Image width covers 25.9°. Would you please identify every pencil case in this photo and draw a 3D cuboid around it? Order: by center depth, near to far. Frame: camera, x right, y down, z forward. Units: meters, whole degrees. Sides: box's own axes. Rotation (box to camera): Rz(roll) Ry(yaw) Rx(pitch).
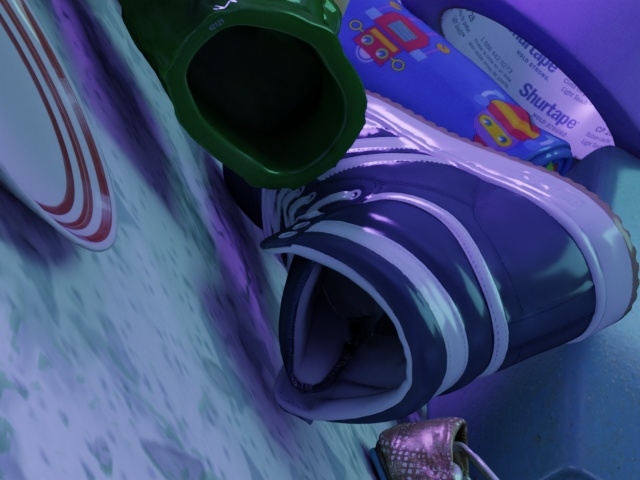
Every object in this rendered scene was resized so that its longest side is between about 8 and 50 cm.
[{"bbox_3d":[0.041,-0.105,1.008,0.306,0.119,0.133,44,-33,21],"label":"pencil case"}]

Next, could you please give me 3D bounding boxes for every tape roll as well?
[{"bbox_3d":[0.194,-0.154,1.132,0.275,0.090,0.275,41,-7,6],"label":"tape roll"}]

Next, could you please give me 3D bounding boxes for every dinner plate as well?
[{"bbox_3d":[-0.104,-0.057,0.425,0.141,0.017,0.141,60,6,-11],"label":"dinner plate"}]

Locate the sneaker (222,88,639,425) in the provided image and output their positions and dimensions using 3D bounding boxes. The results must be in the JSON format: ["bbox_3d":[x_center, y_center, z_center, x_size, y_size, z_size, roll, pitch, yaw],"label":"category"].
[{"bbox_3d":[0.000,0.000,0.690,0.282,0.153,0.099,22,-53,47],"label":"sneaker"}]

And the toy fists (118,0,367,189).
[{"bbox_3d":[-0.076,-0.146,0.592,0.279,0.096,0.142,43,12,-43],"label":"toy fists"}]

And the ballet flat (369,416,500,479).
[{"bbox_3d":[0.093,0.185,0.766,0.206,0.067,0.073,65,6,26],"label":"ballet flat"}]

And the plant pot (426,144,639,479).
[{"bbox_3d":[0.229,0.132,1.080,0.248,0.247,0.252,30,49,-12],"label":"plant pot"}]

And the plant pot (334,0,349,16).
[{"bbox_3d":[-0.060,-0.157,0.815,0.095,0.134,0.134,29,27,-40],"label":"plant pot"}]
